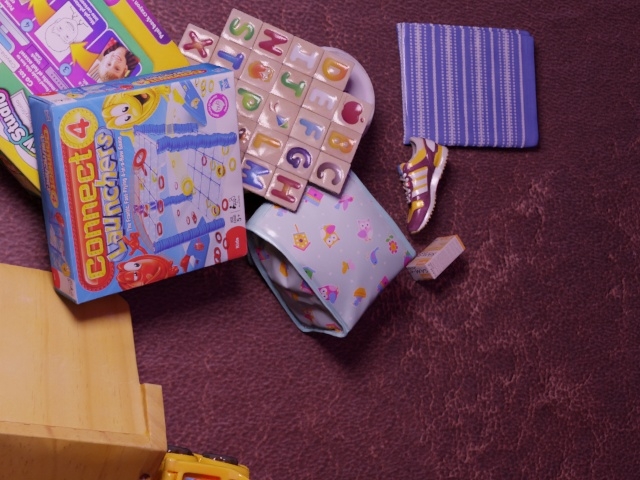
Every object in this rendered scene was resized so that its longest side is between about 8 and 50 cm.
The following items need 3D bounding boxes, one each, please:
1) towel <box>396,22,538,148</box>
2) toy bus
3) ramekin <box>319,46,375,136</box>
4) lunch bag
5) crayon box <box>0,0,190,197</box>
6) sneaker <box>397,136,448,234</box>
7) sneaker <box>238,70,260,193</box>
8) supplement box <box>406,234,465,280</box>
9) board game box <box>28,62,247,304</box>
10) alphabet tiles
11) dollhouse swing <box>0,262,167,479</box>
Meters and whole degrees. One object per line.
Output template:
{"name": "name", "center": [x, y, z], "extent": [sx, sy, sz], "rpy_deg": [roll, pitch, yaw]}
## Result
{"name": "towel", "center": [0.295, -0.305, 2.301], "extent": [0.336, 0.040, 0.243], "rpy_deg": [-1, 87, -31]}
{"name": "toy bus", "center": [-0.178, 0.401, 1.809], "extent": [0.220, 0.211, 0.150], "rpy_deg": [16, 74, -31]}
{"name": "ramekin", "center": [-0.001, -0.245, 2.057], "extent": [0.207, 0.109, 0.207], "rpy_deg": [4, 83, -32]}
{"name": "lunch bag", "center": [0.000, 0.000, 2.000], "extent": [0.223, 0.160, 0.262], "rpy_deg": [-48, 115, -25]}
{"name": "crayon box", "center": [-0.421, -0.291, 1.722], "extent": [0.313, 0.106, 0.363], "rpy_deg": [-47, 123, -14]}
{"name": "sneaker", "center": [0.176, -0.103, 2.185], "extent": [0.083, 0.069, 0.186], "rpy_deg": [19, 74, -11]}
{"name": "sneaker", "center": [-0.168, -0.199, 1.957], "extent": [0.126, 0.091, 0.240], "rpy_deg": [0, 77, -24]}
{"name": "supplement box", "center": [0.217, 0.032, 2.190], "extent": [0.098, 0.062, 0.036], "rpy_deg": [-42, 107, -30]}
{"name": "board game box", "center": [-0.268, -0.092, 1.765], "extent": [0.302, 0.086, 0.308], "rpy_deg": [-17, 114, -33]}
{"name": "alphabet tiles", "center": [-0.094, -0.220, 1.934], "extent": [0.342, 0.011, 0.285], "rpy_deg": [24, 74, -6]}
{"name": "dollhouse swing", "center": [-0.450, 0.253, 1.743], "extent": [0.346, 0.305, 0.315], "rpy_deg": [11, 120, -31]}
